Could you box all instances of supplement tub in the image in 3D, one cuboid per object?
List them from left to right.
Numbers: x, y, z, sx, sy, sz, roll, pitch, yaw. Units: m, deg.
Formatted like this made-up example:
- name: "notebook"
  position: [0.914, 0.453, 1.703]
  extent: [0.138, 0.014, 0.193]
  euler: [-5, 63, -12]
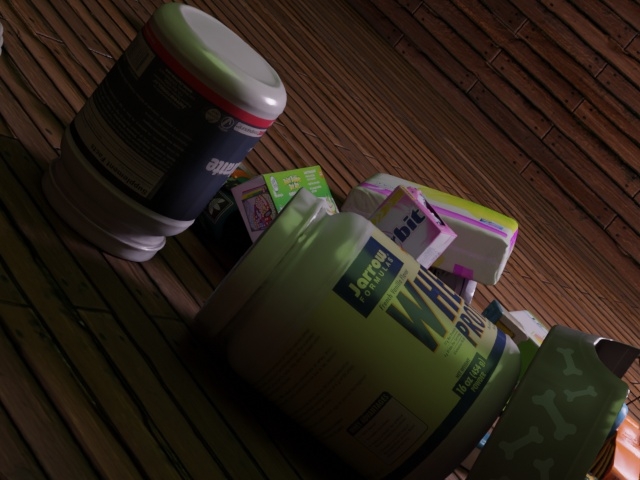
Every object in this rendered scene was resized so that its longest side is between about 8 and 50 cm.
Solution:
- name: "supplement tub"
  position: [-0.189, -0.128, 1.547]
  extent: [0.191, 0.272, 0.191]
  euler: [37, 17, -13]
- name: "supplement tub"
  position: [0.041, 0.116, 1.485]
  extent: [0.325, 0.235, 0.235]
  euler: [39, 16, -3]

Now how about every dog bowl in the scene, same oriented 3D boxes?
- name: "dog bowl"
  position: [0.224, 0.246, 1.403]
  extent: [0.102, 0.349, 0.349]
  euler: [30, 14, 11]

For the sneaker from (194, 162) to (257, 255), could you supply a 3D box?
- name: "sneaker"
  position: [-0.152, -0.076, 1.785]
  extent: [0.302, 0.108, 0.121]
  euler: [38, 12, -14]

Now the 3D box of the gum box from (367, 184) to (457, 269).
- name: "gum box"
  position: [0.112, 0.014, 1.994]
  extent: [0.107, 0.188, 0.062]
  euler: [49, 18, 25]

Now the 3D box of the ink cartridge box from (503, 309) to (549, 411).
- name: "ink cartridge box"
  position: [0.342, 0.215, 2.146]
  extent: [0.189, 0.097, 0.255]
  euler: [46, 16, 20]

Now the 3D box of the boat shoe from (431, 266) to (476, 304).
- name: "boat shoe"
  position: [0.236, 0.073, 2.347]
  extent: [0.075, 0.083, 0.226]
  euler: [17, 13, -1]

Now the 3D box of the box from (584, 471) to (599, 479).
- name: "box"
  position: [0.422, 0.430, 1.851]
  extent: [0.159, 0.044, 0.233]
  euler: [40, 16, -3]

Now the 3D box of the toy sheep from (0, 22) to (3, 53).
- name: "toy sheep"
  position: [-0.444, -0.259, 1.630]
  extent: [0.091, 0.132, 0.091]
  euler: [0, 40, 0]

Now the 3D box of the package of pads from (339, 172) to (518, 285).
- name: "package of pads"
  position: [0.196, -0.026, 2.290]
  extent: [0.296, 0.101, 0.229]
  euler: [21, 13, 9]

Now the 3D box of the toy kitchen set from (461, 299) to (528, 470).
- name: "toy kitchen set"
  position: [0.215, 0.190, 1.799]
  extent: [0.122, 0.166, 0.207]
  euler: [34, 17, -21]

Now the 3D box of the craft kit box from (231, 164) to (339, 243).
- name: "craft kit box"
  position: [-0.012, 0.023, 1.764]
  extent: [0.247, 0.061, 0.250]
  euler: [70, 18, 1]

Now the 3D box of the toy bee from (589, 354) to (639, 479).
- name: "toy bee"
  position: [0.481, 0.335, 2.105]
  extent: [0.298, 0.162, 0.195]
  euler: [-26, 73, -45]
